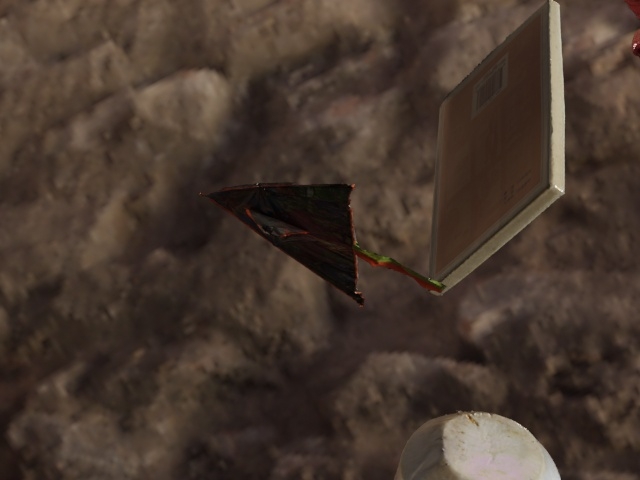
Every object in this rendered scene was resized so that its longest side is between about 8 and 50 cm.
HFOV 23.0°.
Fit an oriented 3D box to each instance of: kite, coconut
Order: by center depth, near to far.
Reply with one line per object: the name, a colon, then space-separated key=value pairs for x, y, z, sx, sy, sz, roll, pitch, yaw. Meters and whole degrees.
kite: x=0.000 y=0.000 z=0.931 sx=0.159 sy=0.190 sz=0.010 roll=18 pitch=-109 yaw=12
coconut: x=0.199 y=0.348 z=2.087 sx=0.241 sy=0.241 sz=0.241 roll=-24 pitch=-158 yaw=10

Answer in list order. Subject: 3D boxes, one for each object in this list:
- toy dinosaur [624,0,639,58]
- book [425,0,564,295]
toy dinosaur: x=0.150 y=-0.164 z=0.706 sx=0.070 sy=0.286 sz=0.139 roll=-43 pitch=-128 yaw=-12
book: x=0.153 y=-0.084 z=1.377 sx=0.170 sy=0.018 sz=0.241 roll=-44 pitch=-152 yaw=40
